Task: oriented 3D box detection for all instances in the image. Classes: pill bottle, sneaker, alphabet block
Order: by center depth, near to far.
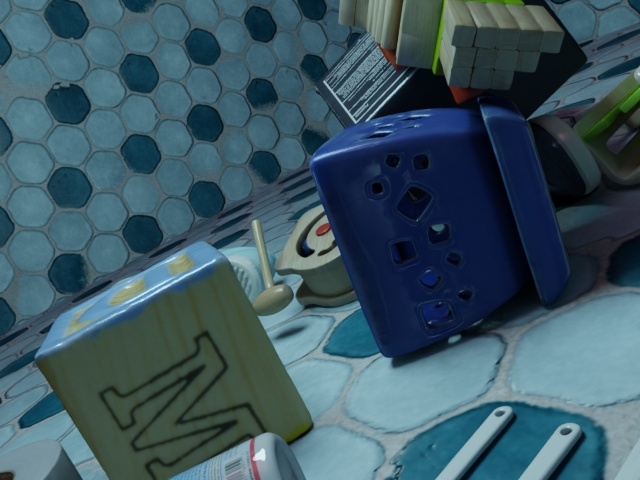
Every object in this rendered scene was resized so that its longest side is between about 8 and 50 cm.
[{"bbox_3d":[-0.089,0.213,0.464,0.160,0.087,0.087,-26,12,2],"label":"pill bottle"},{"bbox_3d":[-0.151,0.134,0.665,0.193,0.197,0.192,-29,12,-11],"label":"alphabet block"},{"bbox_3d":[0.271,-0.091,0.936,0.148,0.131,0.350,-34,7,-2],"label":"sneaker"},{"bbox_3d":[-0.239,0.097,1.214,0.366,0.135,0.150,-11,10,26],"label":"sneaker"}]

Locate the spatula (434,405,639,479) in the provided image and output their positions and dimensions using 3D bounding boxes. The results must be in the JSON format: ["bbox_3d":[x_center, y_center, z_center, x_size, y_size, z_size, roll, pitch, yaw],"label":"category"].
[{"bbox_3d":[0.099,0.178,0.385,0.242,0.019,0.168,-35,14,-34],"label":"spatula"}]

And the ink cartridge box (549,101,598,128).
[{"bbox_3d":[0.415,-0.182,1.124,0.150,0.063,0.109,-30,12,-14],"label":"ink cartridge box"}]

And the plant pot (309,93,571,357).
[{"bbox_3d":[0.143,-0.036,0.707,0.212,0.235,0.236,-16,14,17],"label":"plant pot"}]

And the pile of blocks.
[{"bbox_3d":[0.136,-0.250,0.747,0.149,0.112,0.362,-11,40,-20],"label":"pile of blocks"}]

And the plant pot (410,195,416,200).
[{"bbox_3d":[0.201,-0.119,1.138,0.236,0.032,0.236,-50,-11,-14],"label":"plant pot"}]

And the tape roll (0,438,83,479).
[{"bbox_3d":[-0.357,0.309,0.663,0.219,0.072,0.219,-25,13,6],"label":"tape roll"}]

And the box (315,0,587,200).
[{"bbox_3d":[0.172,-0.247,0.950,0.296,0.183,0.294,-45,25,13],"label":"box"}]

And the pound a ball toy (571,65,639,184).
[{"bbox_3d":[0.477,-0.179,0.904,0.319,0.135,0.208,-36,-10,-38],"label":"pound a ball toy"}]

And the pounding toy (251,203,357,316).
[{"bbox_3d":[0.000,0.000,0.955,0.154,0.154,0.269,-19,28,31],"label":"pounding toy"}]
